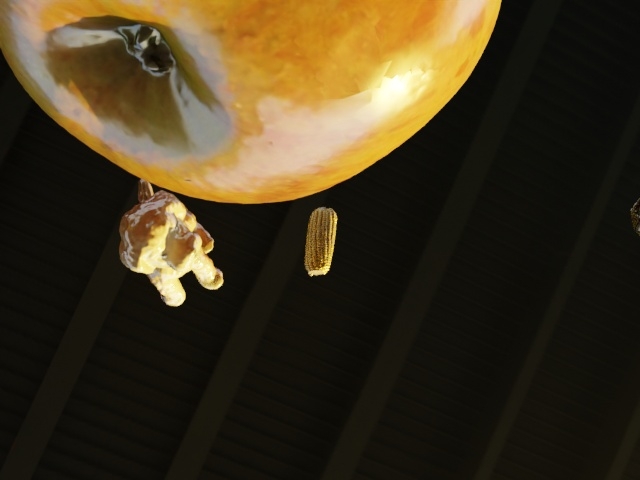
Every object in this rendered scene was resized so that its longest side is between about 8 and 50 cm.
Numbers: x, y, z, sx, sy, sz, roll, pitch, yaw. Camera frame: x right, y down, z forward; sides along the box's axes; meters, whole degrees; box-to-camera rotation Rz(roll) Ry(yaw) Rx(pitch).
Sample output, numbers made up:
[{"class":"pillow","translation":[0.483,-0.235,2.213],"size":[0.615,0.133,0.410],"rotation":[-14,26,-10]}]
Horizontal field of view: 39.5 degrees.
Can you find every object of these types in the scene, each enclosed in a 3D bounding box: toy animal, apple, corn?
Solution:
[{"class":"toy animal","translation":[-0.207,-0.023,1.085],"size":[0.104,0.185,0.183],"rotation":[-31,-106,2]},{"class":"apple","translation":[-0.076,-0.213,0.672],"size":[0.334,0.400,0.400],"rotation":[-38,-81,-37]},{"class":"corn","translation":[0.000,0.000,1.107],"size":[0.037,0.037,0.092],"rotation":[13,-116,-12]}]

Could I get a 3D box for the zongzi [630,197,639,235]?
[{"class":"zongzi","translation":[0.513,-0.113,1.025],"size":[0.123,0.289,0.260],"rotation":[44,-132,-15]}]
